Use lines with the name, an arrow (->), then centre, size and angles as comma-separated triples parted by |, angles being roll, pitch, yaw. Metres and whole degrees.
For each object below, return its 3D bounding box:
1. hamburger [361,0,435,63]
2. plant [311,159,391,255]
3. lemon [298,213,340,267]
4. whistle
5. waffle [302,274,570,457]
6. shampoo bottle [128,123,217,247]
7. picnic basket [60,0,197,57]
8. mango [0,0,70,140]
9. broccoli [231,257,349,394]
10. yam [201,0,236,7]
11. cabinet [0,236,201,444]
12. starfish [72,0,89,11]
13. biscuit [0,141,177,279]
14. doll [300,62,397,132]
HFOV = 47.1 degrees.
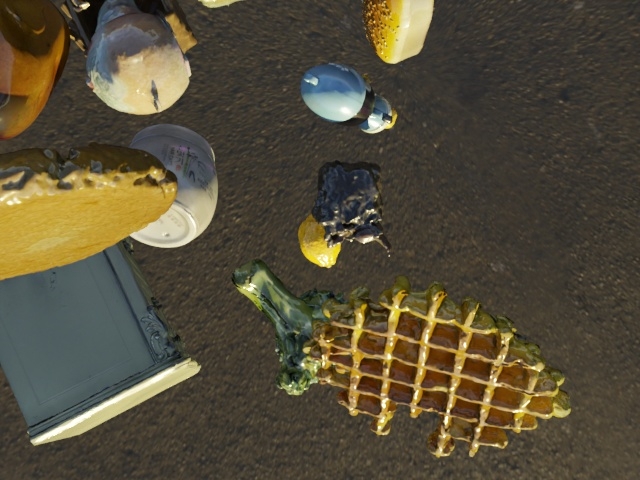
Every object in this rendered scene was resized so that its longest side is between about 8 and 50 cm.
hamburger -> 0.182, -0.574, 1.804 | 0.151, 0.295, 0.227 | -5, 64, -11
plant -> 0.075, -0.088, 1.848 | 0.204, 0.178, 0.234 | -1, 106, 6
lemon -> 0.000, 0.000, 1.987 | 0.114, 0.114, 0.155 | -17, 103, 10
whistle -> -0.347, -0.355, 1.310 | 0.189, 0.189, 0.348 | -32, 60, 12
waffle -> 0.104, 0.125, 0.711 | 0.228, 0.051, 0.231 | -24, 119, 39
shampoo bottle -> -0.406, -0.144, 1.934 | 0.272, 0.266, 0.273 | 2, 145, 2
picnic basket -> -0.467, -0.537, 1.676 | 0.254, 0.321, 0.291 | -35, 70, 9
mango -> -0.403, -0.233, 0.911 | 0.152, 0.287, 0.201 | 20, 117, -17
broccoli -> -0.060, 0.160, 1.270 | 0.177, 0.274, 0.199 | 2, 73, 45
yam -> -0.071, -0.338, 0.901 | 0.179, 0.078, 0.078 | -10, 102, 7
cabinet -> -0.357, 0.104, 1.113 | 0.227, 0.290, 0.318 | -27, 82, -10
starfish -> -0.620, -0.599, 1.389 | 0.398, 0.132, 0.384 | -3, 129, 32
biscuit -> -0.210, -0.017, 0.539 | 0.225, 0.226, 0.042 | -22, 81, 11
doll -> 0.066, -0.350, 1.798 | 0.177, 0.314, 0.141 | 30, 101, 38
